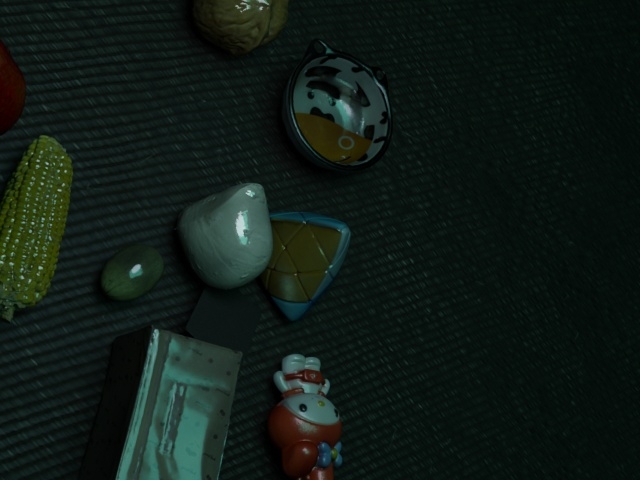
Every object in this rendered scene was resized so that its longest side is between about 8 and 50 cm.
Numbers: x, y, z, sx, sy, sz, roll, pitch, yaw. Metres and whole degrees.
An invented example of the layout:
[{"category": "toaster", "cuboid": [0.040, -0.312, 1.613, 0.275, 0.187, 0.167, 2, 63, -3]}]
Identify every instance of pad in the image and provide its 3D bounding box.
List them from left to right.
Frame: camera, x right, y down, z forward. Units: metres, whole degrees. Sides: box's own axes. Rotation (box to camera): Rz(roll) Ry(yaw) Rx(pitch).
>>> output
[{"category": "pad", "cuboid": [-0.187, 0.157, 1.850, 0.143, 0.003, 0.211, 45, 29, -15]}]

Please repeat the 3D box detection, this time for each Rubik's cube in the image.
[{"category": "Rubik's cube", "cuboid": [0.000, 0.000, 1.946, 0.254, 0.254, 0.255, 9, 73, -31]}]

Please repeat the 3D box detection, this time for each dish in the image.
[{"category": "dish", "cuboid": [0.019, -0.277, 2.083, 0.303, 0.120, 0.303, 9, 73, -31]}]

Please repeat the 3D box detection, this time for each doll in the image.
[{"category": "doll", "cuboid": [-0.030, 0.375, 1.881, 0.161, 0.130, 0.291, 17, 55, -35]}]

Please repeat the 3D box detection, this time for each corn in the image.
[{"category": "corn", "cuboid": [-0.519, -0.020, 1.671, 0.130, 0.130, 0.347, 22, 63, -27]}]

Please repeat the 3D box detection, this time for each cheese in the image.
[{"category": "cheese", "cuboid": [-0.181, -0.002, 1.839, 0.154, 0.198, 0.189, -27, 95, -65]}]

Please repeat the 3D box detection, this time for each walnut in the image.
[{"category": "walnut", "cuboid": [-0.166, -0.486, 1.964, 0.213, 0.213, 0.213, 9, 73, -31]}]

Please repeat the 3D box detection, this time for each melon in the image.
[{"category": "melon", "cuboid": [-0.356, 0.061, 1.771, 0.130, 0.098, 0.098, -33, 97, -30]}]

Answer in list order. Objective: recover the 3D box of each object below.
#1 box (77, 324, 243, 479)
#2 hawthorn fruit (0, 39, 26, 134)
[{"category": "box", "cuboid": [-0.288, 0.327, 1.670, 0.190, 0.225, 0.297, 21, 68, -26]}, {"category": "hawthorn fruit", "cuboid": [-0.658, -0.248, 1.573, 0.307, 0.265, 0.265, -39, 101, -11]}]
